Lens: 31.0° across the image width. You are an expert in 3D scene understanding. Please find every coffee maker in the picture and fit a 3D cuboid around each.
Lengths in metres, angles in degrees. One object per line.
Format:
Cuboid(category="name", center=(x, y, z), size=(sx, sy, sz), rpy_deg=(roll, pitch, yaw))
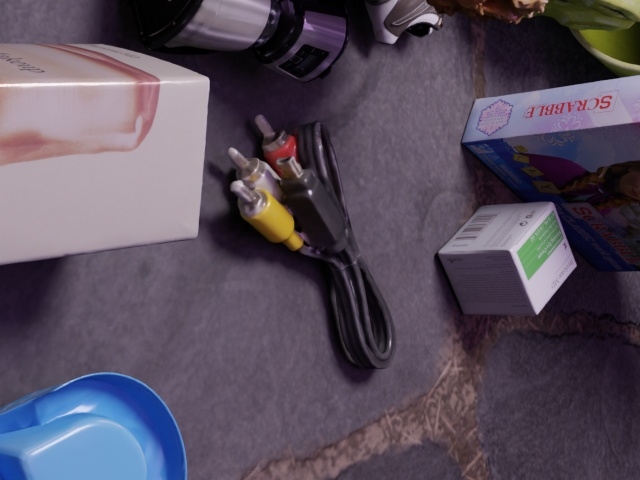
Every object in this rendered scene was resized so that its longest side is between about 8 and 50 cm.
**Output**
Cuboid(category="coffee maker", center=(-0.069, -0.234, 1.003), size=(0.178, 0.120, 0.171), rpy_deg=(7, 82, -44))

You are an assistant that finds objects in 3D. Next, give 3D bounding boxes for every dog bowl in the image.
Cuboid(category="dog bowl", center=(-0.235, 0.206, 0.850), size=(0.297, 0.074, 0.166), rpy_deg=(-26, 106, -42))

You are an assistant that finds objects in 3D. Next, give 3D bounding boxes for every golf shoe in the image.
Cuboid(category="golf shoe", center=(0.110, -0.267, 1.223), size=(0.198, 0.077, 0.094), rpy_deg=(-28, 125, -40))

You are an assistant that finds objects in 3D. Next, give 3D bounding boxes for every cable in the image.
Cuboid(category="cable", center=(0.000, 0.000, 1.123), size=(0.287, 0.072, 0.139), rpy_deg=(62, 32, -38))

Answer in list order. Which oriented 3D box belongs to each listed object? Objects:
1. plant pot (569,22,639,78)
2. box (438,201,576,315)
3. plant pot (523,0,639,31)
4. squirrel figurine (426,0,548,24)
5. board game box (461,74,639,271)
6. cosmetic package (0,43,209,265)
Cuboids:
Cuboid(category="plant pot", center=(0.477, -0.277, 1.465), size=(0.293, 0.275, 0.275), rpy_deg=(34, 64, -56))
Cuboid(category="box", center=(0.205, 0.021, 1.267), size=(0.101, 0.102, 0.087), rpy_deg=(-43, 119, -38))
Cuboid(category="plant pot", center=(0.294, -0.378, 1.292), size=(0.276, 0.276, 0.254), rpy_deg=(11, 92, -43))
Cuboid(category="squirrel figurine", center=(0.106, -0.357, 1.039), size=(0.370, 0.281, 0.397), rpy_deg=(27, 60, -42))
Cuboid(category="board game box", center=(0.376, -0.065, 1.288), size=(0.318, 0.318, 0.066), rpy_deg=(36, 64, -36))
Cuboid(category="cosmetic package", center=(-0.238, -0.063, 0.791), size=(0.296, 0.153, 0.129), rpy_deg=(-9, 112, -46))
